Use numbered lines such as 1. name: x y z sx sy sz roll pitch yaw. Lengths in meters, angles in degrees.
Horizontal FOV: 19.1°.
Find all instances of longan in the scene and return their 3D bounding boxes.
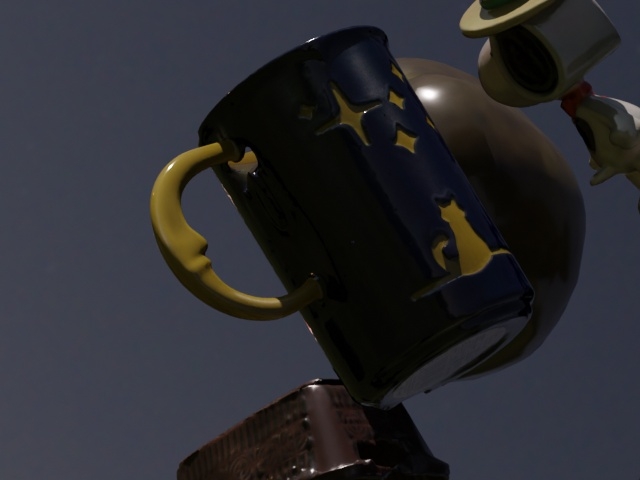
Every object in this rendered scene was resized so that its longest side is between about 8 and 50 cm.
1. longan: 0.123 -0.024 2.151 0.404 0.336 0.404 166 -90 -82

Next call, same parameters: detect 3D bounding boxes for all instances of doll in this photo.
1. doll: 0.260 -0.158 1.830 0.271 0.144 0.208 40 -20 22

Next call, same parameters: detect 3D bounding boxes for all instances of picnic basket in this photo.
1. picnic basket: -0.030 0.252 2.034 0.297 0.222 0.129 -35 -117 33

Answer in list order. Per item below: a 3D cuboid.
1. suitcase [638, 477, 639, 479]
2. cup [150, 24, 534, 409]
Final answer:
1. suitcase: 0.454 0.098 1.874 0.194 0.434 0.283 28 -58 -5
2. cup: 0.002 0.005 1.469 0.256 0.255 0.178 60 -14 16
